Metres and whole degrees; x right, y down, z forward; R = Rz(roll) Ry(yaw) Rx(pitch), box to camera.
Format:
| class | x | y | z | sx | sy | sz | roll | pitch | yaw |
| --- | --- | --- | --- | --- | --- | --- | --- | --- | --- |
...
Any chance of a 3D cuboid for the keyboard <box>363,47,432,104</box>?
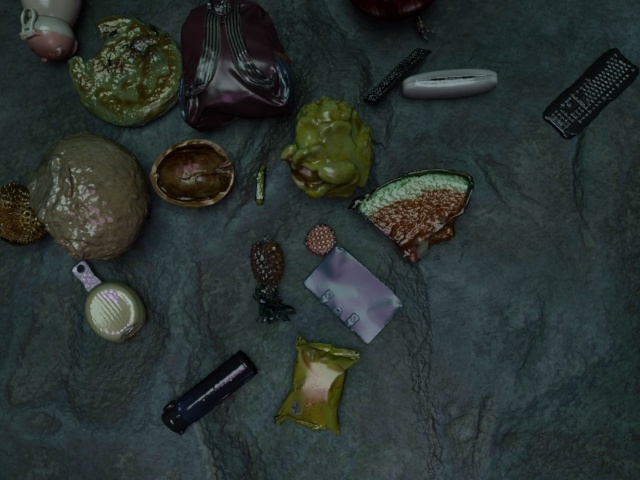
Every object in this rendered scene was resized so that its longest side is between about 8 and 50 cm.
| class | x | y | z | sx | sy | sz | roll | pitch | yaw |
| --- | --- | --- | --- | --- | --- | --- | --- | --- | --- |
| keyboard | 0.192 | -0.416 | 1.437 | 0.196 | 0.074 | 0.015 | -44 | 119 | -2 |

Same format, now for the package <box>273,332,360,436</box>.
| class | x | y | z | sx | sy | sz | roll | pitch | yaw |
| --- | --- | --- | --- | --- | --- | --- | --- | --- | --- |
| package | -0.009 | 0.344 | 1.353 | 0.168 | 0.090 | 0.226 | 13 | 87 | 5 |

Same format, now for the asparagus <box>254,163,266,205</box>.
| class | x | y | z | sx | sy | sz | roll | pitch | yaw |
| --- | --- | --- | --- | --- | --- | --- | --- | --- | --- |
| asparagus | -0.151 | -0.143 | 1.442 | 0.025 | 0.021 | 0.108 | 4 | 84 | 3 |

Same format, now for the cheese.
| class | x | y | z | sx | sy | sz | roll | pitch | yaw |
| --- | --- | --- | --- | --- | --- | --- | --- | --- | --- |
| cheese | -0.531 | 0.143 | 1.404 | 0.137 | 0.064 | 0.227 | -40 | 86 | -6 |

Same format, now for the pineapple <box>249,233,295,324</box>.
| class | x | y | z | sx | sy | sz | roll | pitch | yaw |
| --- | --- | --- | --- | --- | --- | --- | --- | --- | --- |
| pineapple | -0.118 | 0.093 | 1.386 | 0.103 | 0.083 | 0.221 | -7 | 86 | 2 |

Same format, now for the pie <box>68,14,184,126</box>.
| class | x | y | z | sx | sy | sz | roll | pitch | yaw |
| --- | --- | --- | --- | --- | --- | --- | --- | --- | --- |
| pie | -0.491 | -0.431 | 1.462 | 0.303 | 0.067 | 0.302 | 0 | 82 | 2 |

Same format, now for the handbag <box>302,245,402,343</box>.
| class | x | y | z | sx | sy | sz | roll | pitch | yaw |
| --- | --- | --- | --- | --- | --- | --- | --- | --- | --- |
| handbag | 0.079 | 0.131 | 1.395 | 0.221 | 0.057 | 0.144 | 42 | 94 | 4 |

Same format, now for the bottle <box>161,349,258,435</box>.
| class | x | y | z | sx | sy | sz | roll | pitch | yaw |
| --- | --- | --- | --- | --- | --- | --- | --- | --- | --- |
| bottle | -0.268 | 0.363 | 1.368 | 0.244 | 0.072 | 0.082 | -39 | 94 | -2 |

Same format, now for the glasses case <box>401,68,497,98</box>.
| class | x | y | z | sx | sy | sz | roll | pitch | yaw |
| --- | --- | --- | --- | --- | --- | --- | --- | --- | --- |
| glasses case | 0.319 | -0.388 | 1.419 | 0.234 | 0.092 | 0.059 | -5 | 85 | 0 |

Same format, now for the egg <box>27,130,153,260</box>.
| class | x | y | z | sx | sy | sz | roll | pitch | yaw |
| --- | --- | --- | --- | --- | --- | --- | --- | --- | --- |
| egg | -0.533 | -0.106 | 1.335 | 0.279 | 0.279 | 0.310 | -20 | 69 | 0 |

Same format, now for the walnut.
| class | x | y | z | sx | sy | sz | roll | pitch | yaw |
| --- | --- | --- | --- | --- | --- | --- | --- | --- | --- |
| walnut | -0.308 | -0.163 | 1.416 | 0.211 | 0.087 | 0.167 | -1 | 91 | 4 |

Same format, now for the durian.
| class | x | y | z | sx | sy | sz | roll | pitch | yaw |
| --- | --- | --- | --- | --- | --- | --- | --- | --- | --- |
| durian | -0.729 | -0.064 | 1.401 | 0.158 | 0.137 | 0.168 | -3 | 75 | 22 |

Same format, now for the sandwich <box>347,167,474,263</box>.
| class | x | y | z | sx | sy | sz | roll | pitch | yaw |
| --- | --- | --- | --- | --- | --- | --- | --- | --- | --- |
| sandwich | 0.237 | -0.072 | 1.385 | 0.292 | 0.109 | 0.212 | -31 | 91 | 1 |

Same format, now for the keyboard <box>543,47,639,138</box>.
| class | x | y | z | sx | sy | sz | roll | pitch | yaw |
| --- | --- | --- | --- | --- | --- | --- | --- | --- | --- |
| keyboard | 0.685 | -0.371 | 1.442 | 0.262 | 0.016 | 0.106 | -43 | 85 | -3 |

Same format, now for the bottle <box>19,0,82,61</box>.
| class | x | y | z | sx | sy | sz | roll | pitch | yaw |
| --- | --- | --- | --- | --- | --- | --- | --- | --- | --- |
| bottle | -0.682 | -0.572 | 1.444 | 0.148 | 0.147 | 0.236 | 1 | 87 | 2 |

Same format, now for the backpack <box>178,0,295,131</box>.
| class | x | y | z | sx | sy | sz | roll | pitch | yaw |
| --- | --- | --- | --- | --- | --- | --- | --- | --- | --- |
| backpack | -0.213 | -0.442 | 1.387 | 0.283 | 0.197 | 0.317 | -8 | 83 | 3 |

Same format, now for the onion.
| class | x | y | z | sx | sy | sz | roll | pitch | yaw |
| --- | --- | --- | --- | --- | --- | --- | --- | --- | --- |
| onion | 0.201 | -0.638 | 1.411 | 0.273 | 0.285 | 0.273 | -15 | 49 | 18 |

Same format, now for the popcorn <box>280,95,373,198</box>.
| class | x | y | z | sx | sy | sz | roll | pitch | yaw |
| --- | --- | --- | --- | --- | --- | --- | --- | --- | --- |
| popcorn | 0.021 | -0.213 | 1.343 | 0.195 | 0.256 | 0.255 | 12 | 43 | 18 |

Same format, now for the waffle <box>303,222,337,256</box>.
| class | x | y | z | sx | sy | sz | roll | pitch | yaw |
| --- | --- | --- | --- | --- | --- | --- | --- | --- | --- |
| waffle | 0.000 | 0.000 | 1.419 | 0.075 | 0.029 | 0.083 | 39 | 90 | 8 |
